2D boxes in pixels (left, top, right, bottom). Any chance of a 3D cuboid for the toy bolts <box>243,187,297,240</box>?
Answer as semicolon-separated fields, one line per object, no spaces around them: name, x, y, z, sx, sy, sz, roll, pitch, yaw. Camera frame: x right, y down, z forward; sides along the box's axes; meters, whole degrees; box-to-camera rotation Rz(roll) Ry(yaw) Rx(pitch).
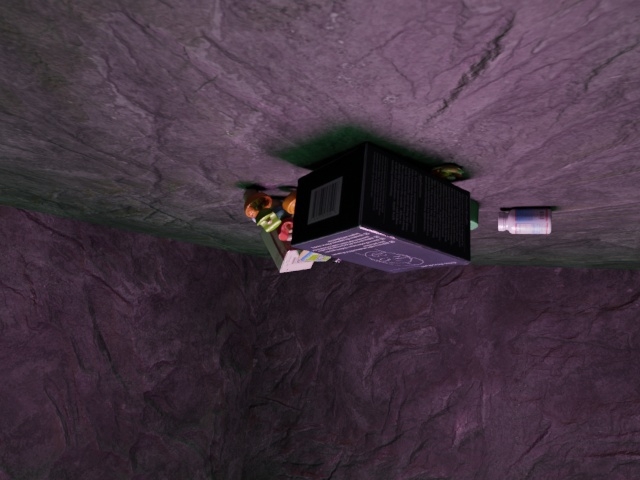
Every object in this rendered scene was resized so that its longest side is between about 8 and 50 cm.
toy bolts;-0.148;-0.129;1.475;0.218;0.158;0.228;-36;155;2

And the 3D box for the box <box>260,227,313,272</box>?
box;-0.131;0.001;1.705;0.149;0.232;0.127;-6;138;-32

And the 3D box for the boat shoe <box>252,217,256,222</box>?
boat shoe;-0.248;-0.102;1.894;0.142;0.049;0.040;9;152;-40

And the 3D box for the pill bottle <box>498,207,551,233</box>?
pill bottle;0.693;-0.065;1.398;0.160;0.087;0.087;1;171;26

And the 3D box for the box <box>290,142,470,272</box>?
box;0.168;-0.059;1.119;0.395;0.212;0.293;17;161;-33

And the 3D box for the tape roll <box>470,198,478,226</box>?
tape roll;0.388;-0.090;1.456;0.321;0.077;0.321;5;172;1

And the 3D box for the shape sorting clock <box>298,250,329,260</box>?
shape sorting clock;0.012;0.031;1.586;0.206;0.040;0.206;-16;157;-7

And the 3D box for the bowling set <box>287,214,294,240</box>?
bowling set;0.013;-0.063;1.589;0.287;0.154;0.200;-1;170;41

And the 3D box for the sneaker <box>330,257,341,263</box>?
sneaker;0.000;0.000;1.837;0.283;0.124;0.107;35;176;35

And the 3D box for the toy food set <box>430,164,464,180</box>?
toy food set;0.328;-0.175;1.067;0.083;0.020;0.083;11;170;-38
